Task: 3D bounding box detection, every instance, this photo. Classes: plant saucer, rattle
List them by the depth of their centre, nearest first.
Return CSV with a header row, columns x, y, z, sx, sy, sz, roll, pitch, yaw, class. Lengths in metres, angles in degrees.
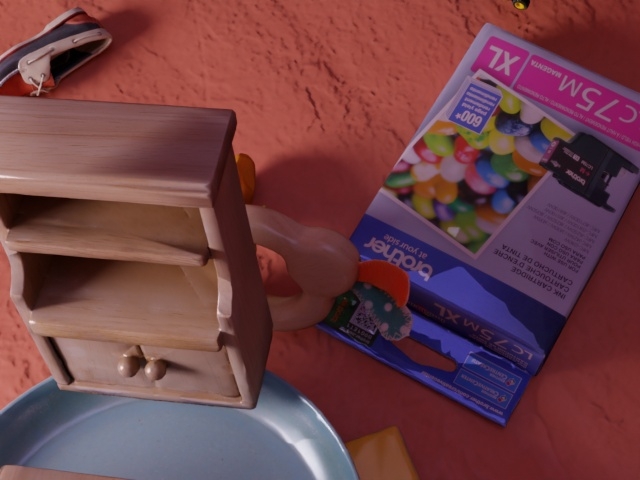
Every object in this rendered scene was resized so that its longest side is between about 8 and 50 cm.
x,y,z,sx,sy,sz,roll,pitch,yaw,class
-0.123,0.219,0.796,0.318,0.043,0.317,-3,53,4,plant saucer
0.000,0.000,0.911,0.200,0.130,0.143,-4,24,28,rattle

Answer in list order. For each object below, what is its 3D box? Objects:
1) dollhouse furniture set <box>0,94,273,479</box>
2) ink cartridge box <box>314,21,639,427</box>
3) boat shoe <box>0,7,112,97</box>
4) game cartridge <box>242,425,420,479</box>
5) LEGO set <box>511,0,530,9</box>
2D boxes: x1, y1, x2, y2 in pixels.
x,y,z,sx,sy,sz,roll,pitch,yaw,class
-0.151,0.145,0.668,0.362,0.256,0.394,4,53,10,dollhouse furniture set
0.147,-0.022,0.955,0.186,0.065,0.311,28,71,12,ink cartridge box
-0.249,-0.156,1.024,0.043,0.049,0.137,41,68,14,boat shoe
-0.017,0.329,0.809,0.285,0.052,0.323,-18,70,-8,game cartridge
0.177,-0.395,1.010,0.192,0.255,0.331,28,79,-17,LEGO set
